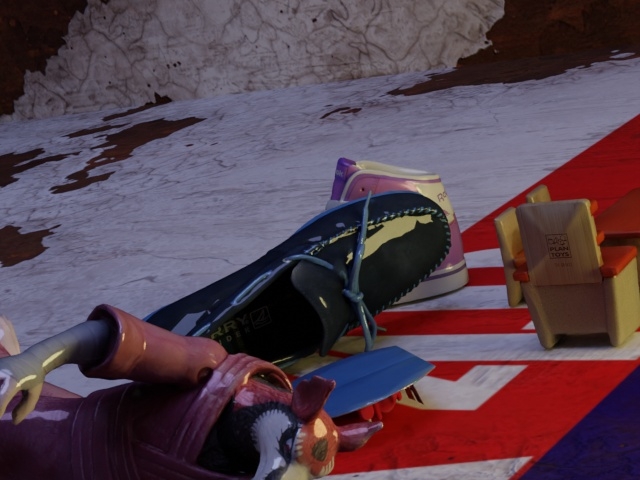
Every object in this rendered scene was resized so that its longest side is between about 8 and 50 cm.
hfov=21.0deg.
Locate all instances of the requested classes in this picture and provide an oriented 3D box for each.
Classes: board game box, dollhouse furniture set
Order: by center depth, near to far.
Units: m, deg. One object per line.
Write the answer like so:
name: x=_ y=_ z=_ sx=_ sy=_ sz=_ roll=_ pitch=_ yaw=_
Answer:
board game box: x=0.027 y=0.137 z=1.479 sx=0.133 sy=0.033 sz=0.168 roll=-22 pitch=10 yaw=-12
dollhouse furniture set: x=0.279 y=-0.009 z=1.592 sx=0.262 sy=0.135 sz=0.259 roll=-4 pitch=17 yaw=33

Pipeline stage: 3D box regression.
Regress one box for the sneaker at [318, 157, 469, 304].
sneaker: x=0.000 y=0.000 z=1.781 sx=0.282 sy=0.161 sz=0.102 roll=-16 pitch=15 yaw=-4

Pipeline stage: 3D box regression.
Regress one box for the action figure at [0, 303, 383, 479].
action figure: x=-0.119 y=0.155 z=1.136 sx=0.370 sy=0.248 sz=0.276 roll=-16 pitch=10 yaw=23

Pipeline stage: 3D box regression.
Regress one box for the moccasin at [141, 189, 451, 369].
moccasin: x=-0.013 y=0.071 z=1.634 sx=0.342 sy=0.138 sz=0.117 roll=-32 pitch=22 yaw=-12
